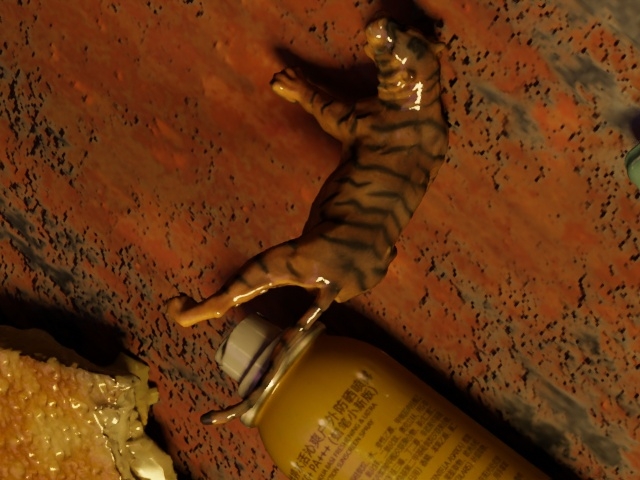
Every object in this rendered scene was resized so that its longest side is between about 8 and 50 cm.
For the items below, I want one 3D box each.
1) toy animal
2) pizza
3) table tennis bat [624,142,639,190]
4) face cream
[{"bbox_3d":[0.007,0.003,1.112,0.114,0.255,0.116,33,159,-28],"label":"toy animal"},{"bbox_3d":[-0.184,0.172,1.410,0.223,0.089,0.323,-18,101,30],"label":"pizza"},{"bbox_3d":[0.246,-0.095,0.992,0.149,0.038,0.237,44,128,0],"label":"table tennis bat"},{"bbox_3d":[0.080,0.165,1.219,0.348,0.105,0.105,36,132,9],"label":"face cream"}]
